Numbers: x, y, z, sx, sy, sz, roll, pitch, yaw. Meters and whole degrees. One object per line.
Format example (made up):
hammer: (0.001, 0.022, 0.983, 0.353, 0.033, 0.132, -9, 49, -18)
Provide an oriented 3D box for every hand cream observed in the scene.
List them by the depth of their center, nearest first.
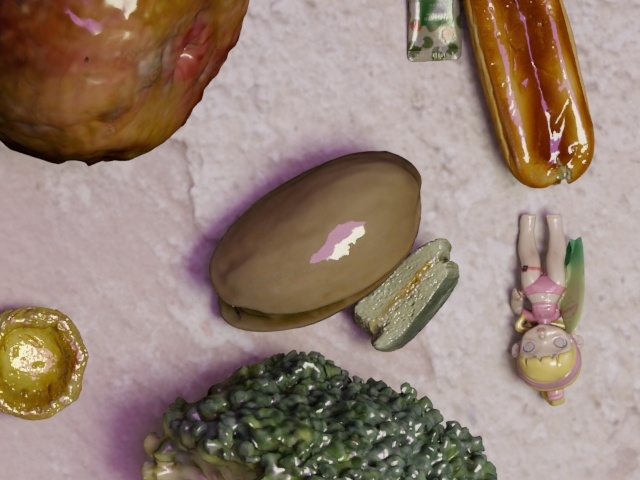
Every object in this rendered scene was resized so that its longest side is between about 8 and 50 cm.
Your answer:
hand cream: (0.109, -0.254, 1.794, 0.057, 0.037, 0.165, -5, 99, -20)

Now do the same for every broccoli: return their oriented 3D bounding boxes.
broccoli: (-0.006, 0.271, 1.655, 0.348, 0.293, 0.281, 22, 122, -9)

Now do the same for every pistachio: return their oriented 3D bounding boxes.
pistachio: (0.000, 0.000, 1.716, 0.226, 0.136, 0.136, -34, 102, -9)

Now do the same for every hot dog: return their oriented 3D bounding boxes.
hot dog: (0.198, -0.172, 1.806, 0.100, 0.068, 0.249, -15, 95, -11)

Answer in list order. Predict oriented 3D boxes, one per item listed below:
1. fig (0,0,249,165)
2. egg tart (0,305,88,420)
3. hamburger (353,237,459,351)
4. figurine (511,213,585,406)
fig: (-0.243, -0.249, 1.591, 0.369, 0.286, 0.286, 41, 76, 15)
egg tart: (-0.258, 0.108, 1.663, 0.105, 0.039, 0.105, -1, 92, -20)
hamburger: (0.089, 0.053, 1.767, 0.054, 0.084, 0.121, 41, 93, 21)
figurine: (0.224, 0.067, 1.830, 0.083, 0.083, 0.187, -1, 80, -20)
